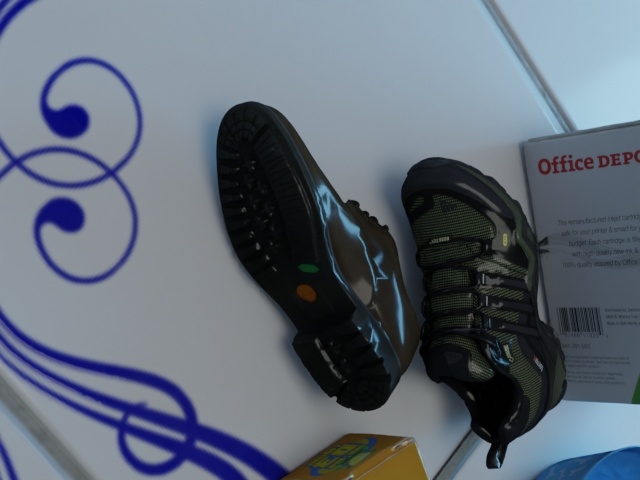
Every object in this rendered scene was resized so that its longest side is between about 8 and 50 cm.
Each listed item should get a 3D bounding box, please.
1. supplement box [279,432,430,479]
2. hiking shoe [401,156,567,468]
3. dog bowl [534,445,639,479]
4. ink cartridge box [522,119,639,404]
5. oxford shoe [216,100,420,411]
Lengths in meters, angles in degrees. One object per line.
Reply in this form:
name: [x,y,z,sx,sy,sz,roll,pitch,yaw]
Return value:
supplement box: [0.056,0.255,0.927,0.078,0.080,0.233,-27,104,-34]
hiking shoe: [0.114,0.050,0.959,0.114,0.086,0.227,-45,114,-53]
dog bowl: [0.241,0.308,1.056,0.166,0.074,0.297,-18,98,-34]
ink cartridge box: [0.259,0.014,1.033,0.093,0.160,0.219,-11,94,-36]
oxford shoe: [0.000,0.000,0.913,0.096,0.083,0.227,-44,114,-47]
